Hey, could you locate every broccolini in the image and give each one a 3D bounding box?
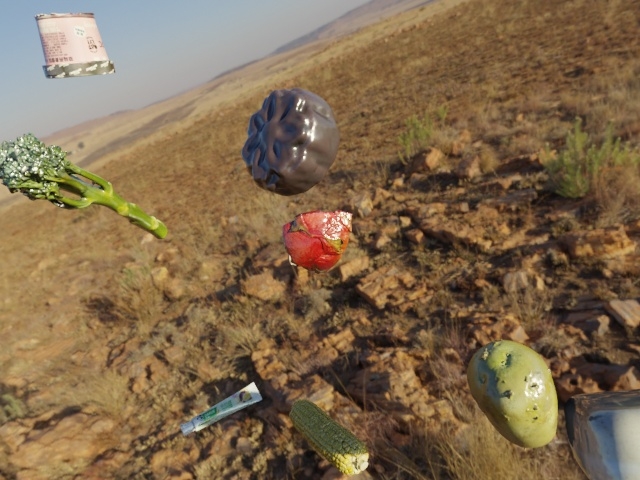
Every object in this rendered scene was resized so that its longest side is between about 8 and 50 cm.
[{"bbox_3d":[-0.358,-0.063,0.679,0.078,0.074,0.392,-40,-10,-8],"label":"broccolini"}]

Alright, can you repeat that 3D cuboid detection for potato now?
[{"bbox_3d":[0.567,0.455,1.238,0.219,0.359,0.270,-26,36,6],"label":"potato"}]

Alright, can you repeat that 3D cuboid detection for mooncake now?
[{"bbox_3d":[-0.092,-0.259,1.099,0.283,0.283,0.141,1,-9,41],"label":"mooncake"}]

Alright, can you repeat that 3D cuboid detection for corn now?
[{"bbox_3d":[0.013,0.437,0.944,0.080,0.080,0.238,-38,34,-29],"label":"corn"}]

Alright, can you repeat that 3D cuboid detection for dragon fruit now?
[{"bbox_3d":[-0.002,0.000,1.020,0.120,0.127,0.161,6,-27,-43],"label":"dragon fruit"}]

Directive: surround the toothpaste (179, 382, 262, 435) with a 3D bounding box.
[{"bbox_3d":[-0.385,0.663,1.637,0.314,0.058,0.056,-22,12,-25],"label":"toothpaste"}]

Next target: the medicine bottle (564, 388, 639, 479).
[{"bbox_3d":[0.528,0.250,0.528,0.374,0.282,0.123,-10,72,21],"label":"medicine bottle"}]

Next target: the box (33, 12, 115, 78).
[{"bbox_3d":[-0.573,-0.452,0.974,0.151,0.135,0.151,-4,23,2],"label":"box"}]
